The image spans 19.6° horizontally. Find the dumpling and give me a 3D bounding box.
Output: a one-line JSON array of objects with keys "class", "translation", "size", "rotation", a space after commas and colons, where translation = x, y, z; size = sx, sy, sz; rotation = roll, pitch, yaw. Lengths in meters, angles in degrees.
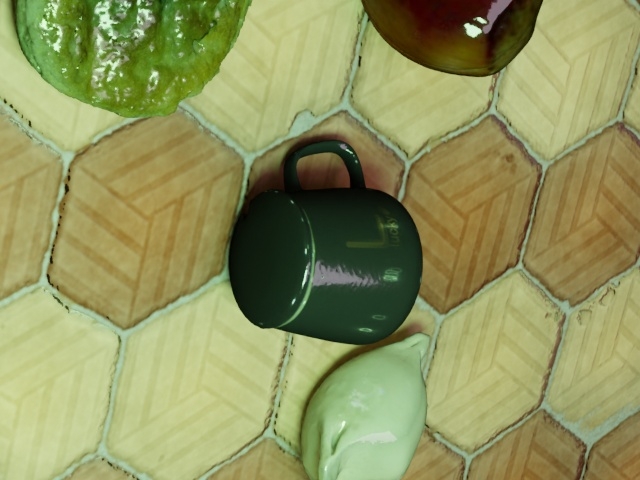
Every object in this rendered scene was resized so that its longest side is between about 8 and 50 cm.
[{"class": "dumpling", "translation": [0.056, 0.220, 2.143], "size": [0.252, 0.131, 0.179], "rotation": [-57, 158, -35]}]

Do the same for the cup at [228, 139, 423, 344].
[{"class": "cup", "translation": [0.000, 0.000, 1.972], "size": [0.176, 0.169, 0.223], "rotation": [3, 72, -34]}]

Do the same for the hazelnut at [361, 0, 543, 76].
[{"class": "hazelnut", "translation": [0.134, -0.271, 1.952], "size": [0.208, 0.208, 0.208], "rotation": [-18, 119, -35]}]

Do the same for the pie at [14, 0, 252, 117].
[{"class": "pie", "translation": [-0.165, -0.240, 1.763], "size": [0.277, 0.078, 0.277], "rotation": [-18, 121, -33]}]
